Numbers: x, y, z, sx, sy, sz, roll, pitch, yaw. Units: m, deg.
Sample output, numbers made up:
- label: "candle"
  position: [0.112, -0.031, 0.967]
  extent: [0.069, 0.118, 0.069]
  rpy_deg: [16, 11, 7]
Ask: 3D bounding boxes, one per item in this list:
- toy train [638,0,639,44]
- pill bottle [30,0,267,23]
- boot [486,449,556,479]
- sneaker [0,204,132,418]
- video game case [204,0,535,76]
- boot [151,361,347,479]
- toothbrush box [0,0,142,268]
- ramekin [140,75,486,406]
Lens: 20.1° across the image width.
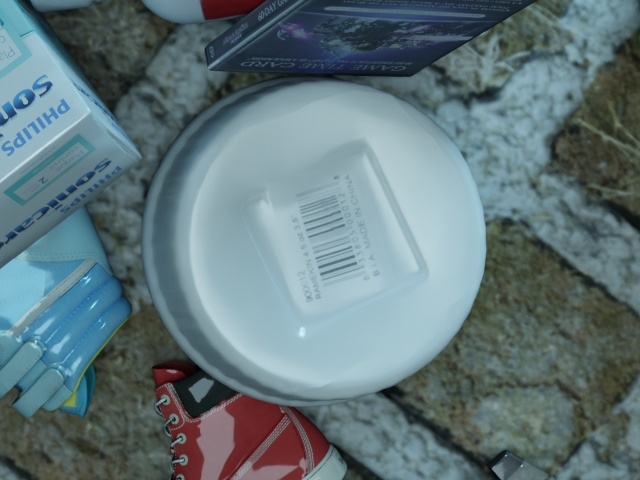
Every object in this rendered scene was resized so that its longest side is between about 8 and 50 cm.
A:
- label: "toy train"
  position: [0.363, -0.105, 1.441]
  extent: [0.142, 0.190, 0.334]
  rpy_deg: [-26, 99, 3]
- label: "pill bottle"
  position: [-0.031, -0.290, 1.378]
  extent: [0.407, 0.229, 0.229]
  rpy_deg: [-9, 100, 0]
- label: "boot"
  position: [0.156, 0.242, 1.572]
  extent: [0.118, 0.042, 0.087]
  rpy_deg: [-40, 101, 6]
- label: "sneaker"
  position: [-0.303, 0.088, 1.490]
  extent: [0.319, 0.127, 0.208]
  rpy_deg: [-29, 98, 4]
- label: "video game case"
  position: [0.061, -0.179, 1.355]
  extent: [0.196, 0.274, 0.026]
  rpy_deg: [-1, 77, -32]
- label: "boot"
  position: [-0.124, 0.206, 1.537]
  extent: [0.244, 0.088, 0.176]
  rpy_deg: [-41, 98, -3]
- label: "toothbrush box"
  position: [-0.312, -0.121, 1.384]
  extent: [0.216, 0.126, 0.295]
  rpy_deg: [-36, 72, 3]
- label: "ramekin"
  position: [0.000, 0.000, 1.449]
  extent: [0.277, 0.135, 0.277]
  rpy_deg: [0, 90, -11]
